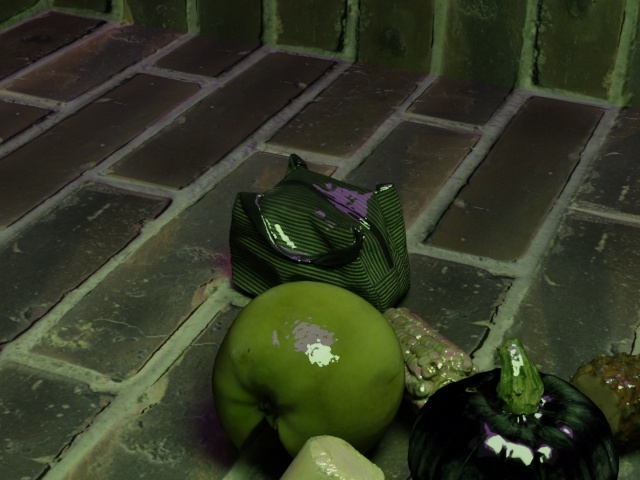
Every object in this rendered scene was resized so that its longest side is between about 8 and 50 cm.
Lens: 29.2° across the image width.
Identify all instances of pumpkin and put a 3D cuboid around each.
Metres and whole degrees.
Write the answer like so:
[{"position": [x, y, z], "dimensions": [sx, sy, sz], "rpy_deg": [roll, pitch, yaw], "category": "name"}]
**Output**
[{"position": [0.273, 0.281, 1.714], "dimensions": [0.296, 0.295, 0.296], "rpy_deg": [2, 28, -1], "category": "pumpkin"}]

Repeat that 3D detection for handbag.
[{"position": [0.000, 0.000, 2.265], "dimensions": [0.341, 0.240, 0.247], "rpy_deg": [19, 37, 26], "category": "handbag"}]

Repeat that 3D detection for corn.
[{"position": [0.162, 0.200, 1.996], "dimensions": [0.127, 0.126, 0.335], "rpy_deg": [-5, 13, -13], "category": "corn"}]

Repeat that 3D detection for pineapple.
[{"position": [0.528, 0.232, 1.988], "dimensions": [0.310, 0.141, 0.170], "rpy_deg": [-12, 5, -38], "category": "pineapple"}]

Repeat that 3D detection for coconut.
[{"position": [0.005, 0.359, 1.684], "dimensions": [0.147, 0.152, 0.147], "rpy_deg": [30, 12, -7], "category": "coconut"}]

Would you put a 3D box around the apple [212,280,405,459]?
[{"position": [-0.022, 0.209, 1.851], "dimensions": [0.292, 0.292, 0.254], "rpy_deg": [15, 23, 23], "category": "apple"}]
